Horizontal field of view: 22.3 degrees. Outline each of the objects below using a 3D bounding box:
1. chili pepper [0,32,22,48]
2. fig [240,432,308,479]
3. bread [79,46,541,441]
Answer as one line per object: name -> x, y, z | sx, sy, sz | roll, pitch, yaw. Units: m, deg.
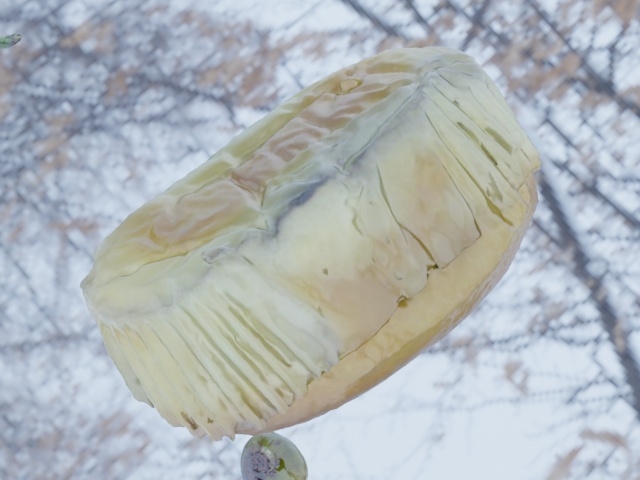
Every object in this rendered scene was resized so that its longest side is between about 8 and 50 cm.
chili pepper -> -0.479, -0.282, 1.644 | 0.368, 0.137, 0.092 | 44, -5, -24
fig -> -0.048, 0.271, 1.920 | 0.084, 0.082, 0.098 | 16, -5, 33
bread -> 0.006, 0.004, 1.296 | 0.236, 0.388, 0.183 | 23, -36, 56
